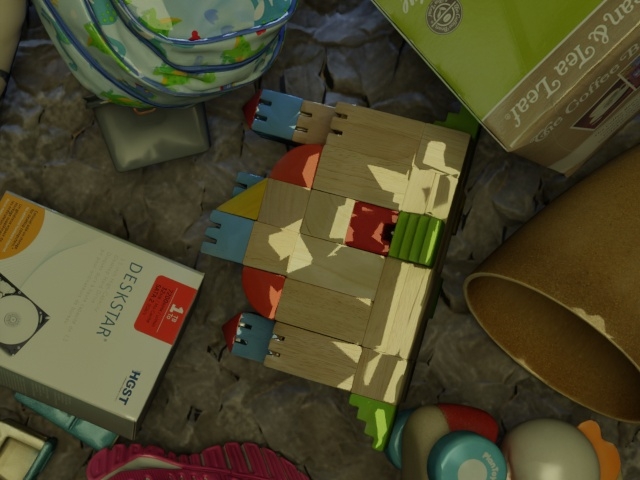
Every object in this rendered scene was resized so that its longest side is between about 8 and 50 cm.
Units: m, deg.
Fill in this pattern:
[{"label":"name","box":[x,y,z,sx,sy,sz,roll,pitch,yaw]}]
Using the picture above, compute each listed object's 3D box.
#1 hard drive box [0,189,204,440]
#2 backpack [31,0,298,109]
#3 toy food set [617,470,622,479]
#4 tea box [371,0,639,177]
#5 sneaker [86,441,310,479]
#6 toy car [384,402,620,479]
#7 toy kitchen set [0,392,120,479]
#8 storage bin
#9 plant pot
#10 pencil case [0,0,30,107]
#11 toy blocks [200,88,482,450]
[{"label":"hard drive box","box":[-0.265,0.079,1.249,0.232,0.089,0.181,22,65,-1]},{"label":"backpack","box":[-0.168,-0.302,1.144,0.290,0.273,0.355,-17,107,-37]},{"label":"toy food set","box":[0.277,0.292,1.315,0.122,0.019,0.078,-1,89,-8]},{"label":"tea box","box":[0.231,-0.292,1.137,0.329,0.220,0.323,-43,69,17]},{"label":"sneaker","box":[-0.128,0.289,1.276,0.252,0.103,0.111,5,112,-8]},{"label":"toy car","box":[0.208,0.267,1.224,0.238,0.219,0.210,-4,89,-11]},{"label":"toy kitchen set","box":[-0.310,0.244,1.235,0.122,0.166,0.207,31,89,1]},{"label":"storage bin","box":[-0.181,-0.130,1.287,0.135,0.098,0.091,-15,99,-1]},{"label":"plant pot","box":[0.319,0.021,1.233,0.237,0.237,0.254,40,75,0]},{"label":"pencil case","box":[-0.391,-0.305,1.247,0.184,0.160,0.410,14,89,-21]},{"label":"toy blocks","box":[0.000,0.000,1.257,0.261,0.191,0.381,15,88,11]}]
